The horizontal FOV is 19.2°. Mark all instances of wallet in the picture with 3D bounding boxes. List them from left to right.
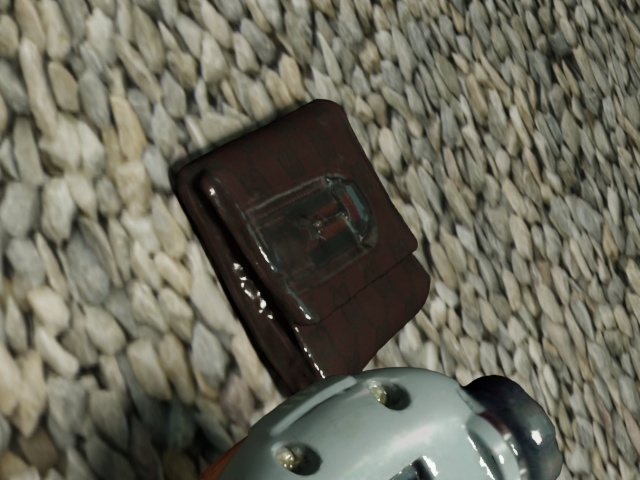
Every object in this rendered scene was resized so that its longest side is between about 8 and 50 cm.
[{"bbox_3d":[0.000,0.000,1.305,0.182,0.049,0.229,61,27,-4],"label":"wallet"}]

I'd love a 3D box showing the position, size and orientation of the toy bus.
[{"bbox_3d":[0.031,0.215,1.021,0.194,0.232,0.288,-33,97,-33],"label":"toy bus"}]
